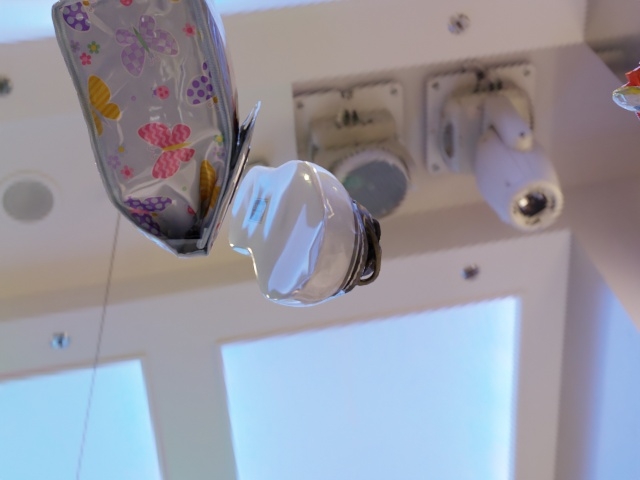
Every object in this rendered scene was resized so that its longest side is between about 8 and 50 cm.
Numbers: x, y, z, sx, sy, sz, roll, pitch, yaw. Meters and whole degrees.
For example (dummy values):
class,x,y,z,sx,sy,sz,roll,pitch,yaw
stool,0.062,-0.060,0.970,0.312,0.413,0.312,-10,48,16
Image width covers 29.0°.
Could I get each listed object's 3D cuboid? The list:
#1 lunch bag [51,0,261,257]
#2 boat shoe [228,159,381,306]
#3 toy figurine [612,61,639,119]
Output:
class,x,y,z,sx,sy,sz,roll,pitch,yaw
lunch bag,-0.046,-0.040,0.386,0.053,0.071,0.083,-13,-80,1
boat shoe,0.000,0.000,0.744,0.076,0.228,0.080,17,-90,-15
toy figurine,0.322,-0.042,0.515,0.191,0.362,0.217,-32,-83,-28
